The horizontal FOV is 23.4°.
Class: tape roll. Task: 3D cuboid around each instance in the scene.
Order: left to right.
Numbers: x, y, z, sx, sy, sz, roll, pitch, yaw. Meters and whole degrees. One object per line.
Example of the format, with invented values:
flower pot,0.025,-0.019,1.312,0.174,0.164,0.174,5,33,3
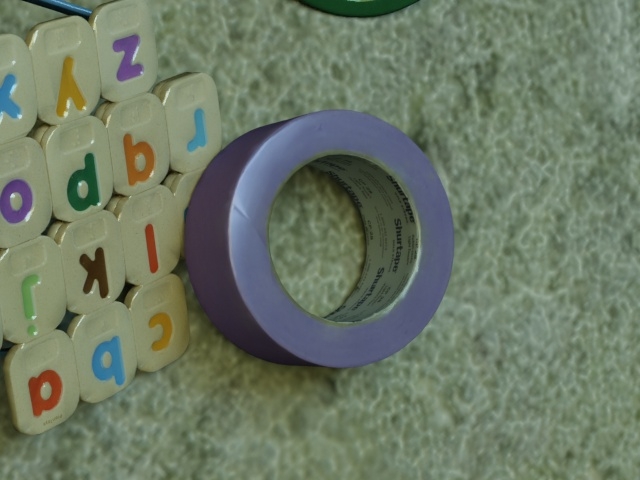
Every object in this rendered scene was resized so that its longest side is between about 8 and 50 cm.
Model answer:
tape roll,0.000,0.000,1.147,0.189,0.080,0.189,2,86,-29

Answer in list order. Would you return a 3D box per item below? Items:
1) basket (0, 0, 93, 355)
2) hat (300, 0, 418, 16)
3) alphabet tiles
basket,-0.288,-0.082,1.058,0.289,0.201,0.254,23,80,-17
hat,0.040,-0.311,1.265,0.208,0.183,0.173,-39,121,20
alphabet tiles,-0.168,-0.019,1.072,0.284,0.021,0.277,-28,120,-45
